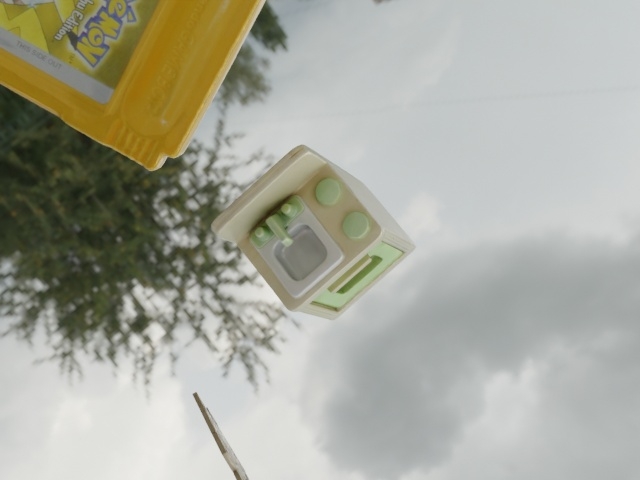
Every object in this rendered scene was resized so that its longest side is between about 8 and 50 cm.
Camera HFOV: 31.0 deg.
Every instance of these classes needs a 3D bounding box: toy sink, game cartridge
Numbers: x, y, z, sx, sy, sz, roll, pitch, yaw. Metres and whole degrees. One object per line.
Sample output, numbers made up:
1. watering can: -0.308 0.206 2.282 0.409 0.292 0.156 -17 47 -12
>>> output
1. toy sink: 0.000 0.000 1.416 0.153 0.131 0.234 -42 159 8
2. game cartridge: -0.240 -0.269 1.257 0.285 0.324 0.052 -61 177 11

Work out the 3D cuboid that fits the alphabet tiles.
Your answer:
1. alphabet tiles: -0.109 0.311 1.546 0.009 0.237 0.198 -28 -138 -7
